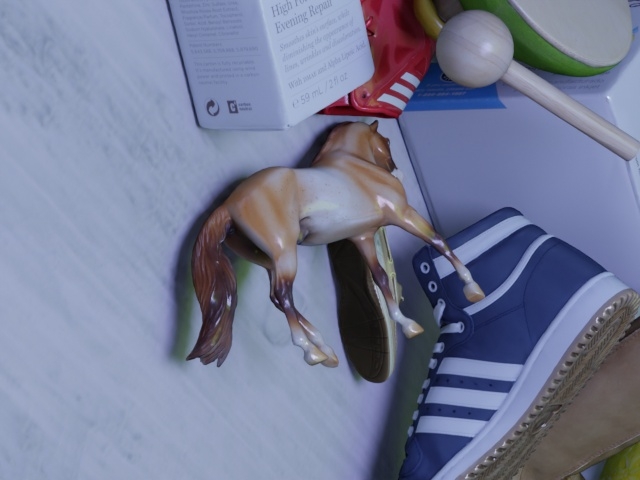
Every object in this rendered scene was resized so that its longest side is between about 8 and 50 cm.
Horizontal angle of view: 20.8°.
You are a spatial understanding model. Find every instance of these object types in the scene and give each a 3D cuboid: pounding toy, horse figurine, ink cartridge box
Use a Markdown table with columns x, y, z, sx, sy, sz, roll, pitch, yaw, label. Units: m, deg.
| x | y | z | sx | sy | sz | roll | pitch | yaw | label |
| --- | --- | --- | --- | --- | --- | --- | --- | --- | --- |
| 0.131 | -0.160 | 1.279 | 0.183 | 0.110 | 0.237 | 31 | 42 | -29 | pounding toy |
| 0.000 | 0.000 | 1.237 | 0.263 | 0.066 | 0.174 | -19 | 73 | -41 | horse figurine |
| 0.230 | -0.107 | 1.469 | 0.270 | 0.198 | 0.197 | -50 | 129 | -41 | ink cartridge box |

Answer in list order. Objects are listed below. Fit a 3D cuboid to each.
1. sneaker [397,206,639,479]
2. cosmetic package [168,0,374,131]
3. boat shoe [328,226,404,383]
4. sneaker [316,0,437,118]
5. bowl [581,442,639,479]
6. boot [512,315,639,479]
| x | y | z | sx | sy | sz | roll | pitch | yaw | label |
| --- | --- | --- | --- | --- | --- | --- | --- | --- | --- |
| 0.106 | 0.105 | 1.362 | 0.282 | 0.153 | 0.099 | -52 | 155 | 10 | sneaker |
| -0.045 | -0.201 | 1.183 | 0.117 | 0.085 | 0.231 | -37 | 122 | -48 | cosmetic package |
| 0.042 | 0.041 | 1.342 | 0.045 | 0.050 | 0.135 | -23 | 110 | -46 | boat shoe |
| 0.024 | -0.169 | 1.279 | 0.221 | 0.087 | 0.128 | 46 | 54 | -43 | sneaker |
| 0.326 | 0.255 | 1.639 | 0.289 | 0.156 | 0.290 | -28 | 124 | -52 | bowl |
| 0.254 | 0.154 | 1.452 | 0.236 | 0.269 | 0.089 | 22 | 39 | -52 | boot |
